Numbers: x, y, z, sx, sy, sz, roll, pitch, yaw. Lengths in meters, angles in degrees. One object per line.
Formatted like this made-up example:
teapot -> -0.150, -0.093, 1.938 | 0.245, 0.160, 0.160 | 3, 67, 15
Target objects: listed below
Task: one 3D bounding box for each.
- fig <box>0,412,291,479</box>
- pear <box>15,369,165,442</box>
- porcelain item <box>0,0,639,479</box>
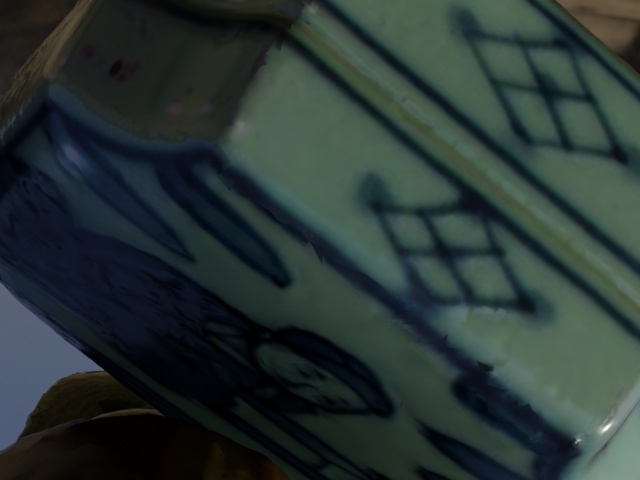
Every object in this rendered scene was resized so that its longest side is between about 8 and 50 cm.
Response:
fig -> -0.072, 0.231, 0.501 | 0.217, 0.321, 0.217 | 1, 147, 1
pear -> -0.057, 0.205, 0.823 | 0.238, 0.318, 0.342 | -5, -136, 16
porcelain item -> 0.000, 0.000, 0.608 | 0.281, 0.157, 0.286 | 39, 155, -16
